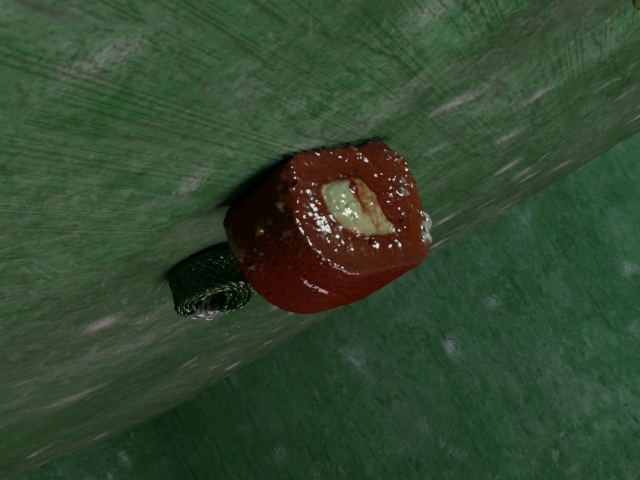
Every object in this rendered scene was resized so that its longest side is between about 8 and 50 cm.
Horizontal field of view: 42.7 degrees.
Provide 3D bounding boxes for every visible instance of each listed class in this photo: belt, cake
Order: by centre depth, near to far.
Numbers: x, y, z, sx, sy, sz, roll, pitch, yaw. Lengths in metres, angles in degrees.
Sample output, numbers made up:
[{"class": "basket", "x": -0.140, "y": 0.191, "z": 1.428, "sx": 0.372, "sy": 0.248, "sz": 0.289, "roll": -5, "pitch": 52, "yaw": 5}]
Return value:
[{"class": "cake", "x": 0.023, "y": -0.014, "z": 1.055, "sx": 0.151, "sy": 0.177, "sz": 0.283, "roll": -37, "pitch": 166, "yaw": 37}, {"class": "belt", "x": -0.164, "y": 0.061, "z": 1.228, "sx": 0.121, "sy": 0.079, "sz": 0.151, "roll": -19, "pitch": 159, "yaw": 1}]

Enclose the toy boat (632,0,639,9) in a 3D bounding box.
[{"class": "toy boat", "x": 0.221, "y": -0.269, "z": 0.574, "sx": 0.108, "sy": 0.099, "sz": 0.293, "roll": -29, "pitch": 163, "yaw": 6}]
